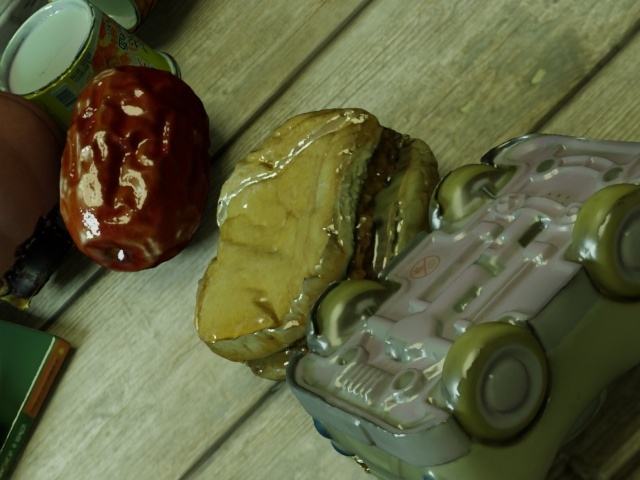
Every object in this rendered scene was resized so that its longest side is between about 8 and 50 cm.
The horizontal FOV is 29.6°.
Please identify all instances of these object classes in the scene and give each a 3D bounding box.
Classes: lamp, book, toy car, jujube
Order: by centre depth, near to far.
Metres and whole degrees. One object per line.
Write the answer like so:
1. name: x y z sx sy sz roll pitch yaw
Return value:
1. toy car: 0.168 0.086 1.004 0.336 0.226 0.242 -42 27 -20
2. jujube: -0.212 -0.087 1.395 0.174 0.174 0.250 -16 51 27
3. book: -0.465 0.260 1.438 0.260 0.043 0.371 12 70 38
4. lamp: -0.412 -0.028 1.439 0.305 0.239 0.305 -49 7 8

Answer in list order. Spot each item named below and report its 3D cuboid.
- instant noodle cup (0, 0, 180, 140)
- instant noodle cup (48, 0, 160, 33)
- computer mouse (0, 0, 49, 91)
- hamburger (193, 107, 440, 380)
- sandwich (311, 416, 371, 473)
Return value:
1. instant noodle cup: -0.307 -0.204 1.556 0.205 0.153 0.205 -18 53 26
2. instant noodle cup: -0.274 -0.388 1.601 0.215 0.216 0.172 7 62 38
3. computer mouse: -0.442 -0.294 1.696 0.389 0.199 0.115 -37 80 -10
4. hamburger: 0.000 0.001 1.196 0.259 0.144 0.283 -17 53 48
5. sandwich: 0.039 0.172 1.135 0.093 0.036 0.105 -23 51 21
